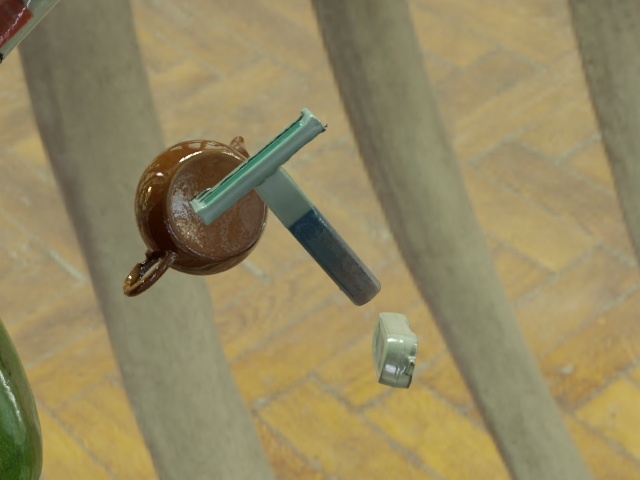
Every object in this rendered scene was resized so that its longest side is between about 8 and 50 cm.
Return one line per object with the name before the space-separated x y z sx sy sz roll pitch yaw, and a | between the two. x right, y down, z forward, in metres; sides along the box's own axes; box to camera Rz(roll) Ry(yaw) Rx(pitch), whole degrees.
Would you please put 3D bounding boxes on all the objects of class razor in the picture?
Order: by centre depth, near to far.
razor | 0.002 0.003 0.711 0.068 0.191 0.037 -38 64 1

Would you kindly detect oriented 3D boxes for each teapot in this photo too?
teapot | -0.106 -0.022 1.203 0.116 0.116 0.173 25 70 32

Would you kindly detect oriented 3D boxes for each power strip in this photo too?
power strip | 0.064 0.095 1.302 0.030 0.047 0.191 9 4 -2

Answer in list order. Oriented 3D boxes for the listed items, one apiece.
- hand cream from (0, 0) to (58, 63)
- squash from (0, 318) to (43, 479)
hand cream | -0.211 -0.185 1.028 0.234 0.080 0.050 -47 19 -12
squash | -0.305 0.068 1.142 0.107 0.395 0.107 -15 32 10
